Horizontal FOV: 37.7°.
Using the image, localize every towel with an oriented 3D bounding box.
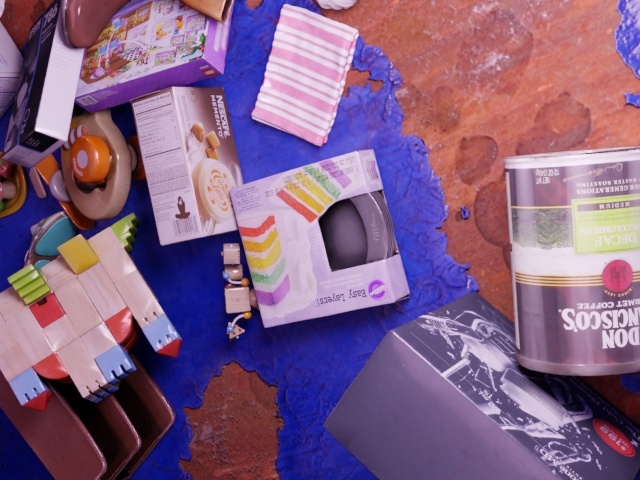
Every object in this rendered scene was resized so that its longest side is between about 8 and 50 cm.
[{"bbox_3d":[-0.027,-0.266,1.505,0.144,0.029,0.197,25,109,24],"label":"towel"}]

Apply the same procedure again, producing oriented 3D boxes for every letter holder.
[{"bbox_3d":[-0.447,0.297,1.760,0.302,0.152,0.214,47,115,16],"label":"letter holder"}]

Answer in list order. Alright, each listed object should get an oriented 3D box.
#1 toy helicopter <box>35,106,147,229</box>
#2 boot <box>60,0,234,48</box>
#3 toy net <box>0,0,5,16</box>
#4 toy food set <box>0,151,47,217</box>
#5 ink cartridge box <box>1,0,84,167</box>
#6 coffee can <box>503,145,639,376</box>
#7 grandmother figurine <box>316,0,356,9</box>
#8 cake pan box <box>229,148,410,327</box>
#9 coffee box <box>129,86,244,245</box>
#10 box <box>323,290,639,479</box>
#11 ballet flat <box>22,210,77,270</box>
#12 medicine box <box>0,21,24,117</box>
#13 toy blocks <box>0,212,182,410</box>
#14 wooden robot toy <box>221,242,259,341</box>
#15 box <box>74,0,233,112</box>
[{"bbox_3d":[-0.458,-0.180,1.730,0.355,0.140,0.235,54,128,24],"label":"toy helicopter"},{"bbox_3d":[-0.259,-0.395,1.504,0.280,0.096,0.264,25,82,22],"label":"boot"},{"bbox_3d":[-0.676,-0.525,1.785,0.232,0.122,0.045,66,150,12],"label":"toy net"},{"bbox_3d":[-0.657,-0.110,1.862,0.217,0.071,0.128,-17,89,30],"label":"toy food set"},{"bbox_3d":[-0.466,-0.305,1.622,0.165,0.065,0.333,-22,56,51],"label":"ink cartridge box"},{"bbox_3d":[0.349,0.020,1.233,0.201,0.201,0.276,-2,96,30],"label":"coffee can"},{"bbox_3d":[0.075,-0.500,1.379,0.208,0.104,0.342,52,125,45],"label":"grandmother figurine"},{"bbox_3d":[0.000,0.000,1.509,0.266,0.070,0.246,-12,93,30],"label":"cake pan box"},{"bbox_3d":[-0.214,-0.127,1.569,0.098,0.141,0.247,-11,91,31],"label":"coffee box"},{"bbox_3d":[0.238,0.262,1.269,0.343,0.312,0.179,40,114,18],"label":"box"},{"bbox_3d":[-0.541,0.018,1.822,0.079,0.076,0.222,47,119,38],"label":"ballet flat"},{"bbox_3d":[-0.750,-0.332,1.838,0.289,0.149,0.264,-41,77,27],"label":"medicine box"},{"bbox_3d":[-0.424,0.167,1.668,0.381,0.191,0.261,-32,79,-8],"label":"toy blocks"},{"bbox_3d":[-0.126,0.089,1.608,0.079,0.076,0.173,-4,97,-5],"label":"wooden robot toy"},{"bbox_3d":[-0.281,-0.341,1.572,0.293,0.057,0.201,-9,64,31],"label":"box"}]
